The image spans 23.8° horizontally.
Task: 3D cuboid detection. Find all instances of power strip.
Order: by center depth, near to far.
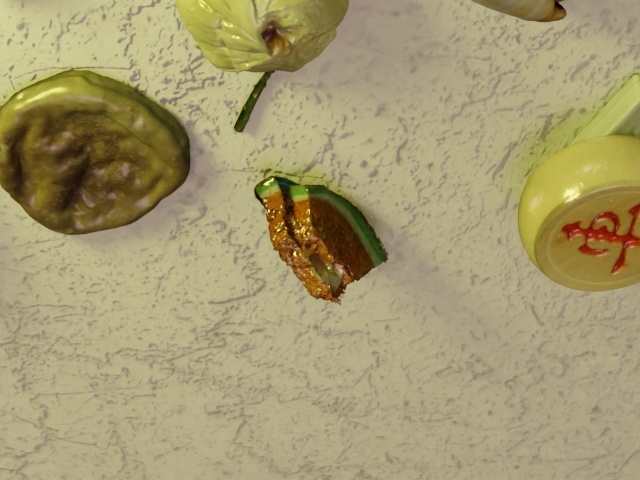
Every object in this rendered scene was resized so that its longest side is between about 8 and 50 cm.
[{"bbox_3d":[0.411,-0.122,2.187,0.098,0.058,0.338,21,129,-24],"label":"power strip"}]

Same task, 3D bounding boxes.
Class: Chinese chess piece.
[{"bbox_3d":[0.407,-0.034,2.166,0.251,0.097,0.251,-3,136,-3],"label":"Chinese chess piece"}]

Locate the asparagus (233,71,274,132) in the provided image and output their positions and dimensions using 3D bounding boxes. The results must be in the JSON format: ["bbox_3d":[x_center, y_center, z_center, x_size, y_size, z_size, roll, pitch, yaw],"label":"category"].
[{"bbox_3d":[-0.090,-0.197,2.091,0.015,0.018,0.127,-17,149,-42],"label":"asparagus"}]

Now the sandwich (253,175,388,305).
[{"bbox_3d":[0.001,-0.012,2.201,0.079,0.159,0.235,-30,111,29],"label":"sandwich"}]

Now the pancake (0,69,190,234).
[{"bbox_3d":[-0.325,-0.116,2.127,0.294,0.049,0.294,-4,135,-4],"label":"pancake"}]

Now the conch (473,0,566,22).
[{"bbox_3d":[0.235,-0.356,1.912,0.158,0.127,0.255,-53,148,4],"label":"conch"}]

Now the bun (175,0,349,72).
[{"bbox_3d":[-0.070,-0.288,1.916,0.220,0.134,0.220,-6,136,-6],"label":"bun"}]
